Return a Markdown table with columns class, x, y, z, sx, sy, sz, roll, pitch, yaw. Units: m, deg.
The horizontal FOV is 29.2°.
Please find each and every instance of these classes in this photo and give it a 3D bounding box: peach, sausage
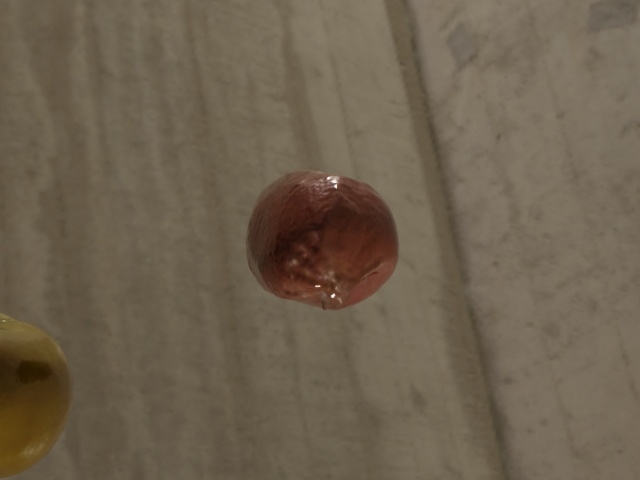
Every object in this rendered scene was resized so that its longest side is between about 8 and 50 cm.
| class | x | y | z | sx | sy | sz | roll | pitch | yaw |
| --- | --- | --- | --- | --- | --- | --- | --- | --- | --- |
| peach | -0.353 | 0.127 | 1.147 | 0.251 | 0.251 | 0.153 | 18 | -98 | 54 |
| sausage | 0.000 | 0.000 | 1.208 | 0.254 | 0.148 | 0.148 | 179 | -80 | -74 |
